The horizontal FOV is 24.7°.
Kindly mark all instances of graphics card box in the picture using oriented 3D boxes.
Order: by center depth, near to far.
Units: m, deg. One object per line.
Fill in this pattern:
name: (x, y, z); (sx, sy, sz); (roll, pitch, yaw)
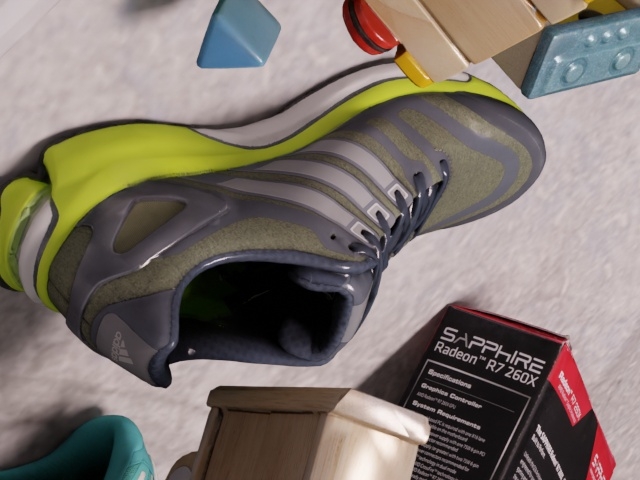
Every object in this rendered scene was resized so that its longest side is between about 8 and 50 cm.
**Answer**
graphics card box: (0.068, 0.253, 0.954); (0.371, 0.094, 0.233); (-62, 151, -18)

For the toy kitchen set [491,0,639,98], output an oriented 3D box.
toy kitchen set: (0.189, -0.166, 0.708); (0.166, 0.122, 0.207); (-16, 138, -33)

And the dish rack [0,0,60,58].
dish rack: (-0.222, -0.108, 0.373); (0.333, 0.072, 0.285); (-43, 131, 2)

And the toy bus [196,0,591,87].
toy bus: (0.027, -0.162, 0.568); (0.104, 0.191, 0.202); (-72, 173, -45)

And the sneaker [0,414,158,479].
sneaker: (-0.201, 0.159, 0.727); (0.275, 0.107, 0.110); (-17, 119, -39)

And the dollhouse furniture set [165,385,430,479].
dollhouse furniture set: (-0.159, 0.093, 0.542); (0.356, 0.303, 0.173); (24, 73, -26)

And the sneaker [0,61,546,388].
sneaker: (0.000, 0.000, 0.704); (0.300, 0.121, 0.111); (-18, 139, -31)
